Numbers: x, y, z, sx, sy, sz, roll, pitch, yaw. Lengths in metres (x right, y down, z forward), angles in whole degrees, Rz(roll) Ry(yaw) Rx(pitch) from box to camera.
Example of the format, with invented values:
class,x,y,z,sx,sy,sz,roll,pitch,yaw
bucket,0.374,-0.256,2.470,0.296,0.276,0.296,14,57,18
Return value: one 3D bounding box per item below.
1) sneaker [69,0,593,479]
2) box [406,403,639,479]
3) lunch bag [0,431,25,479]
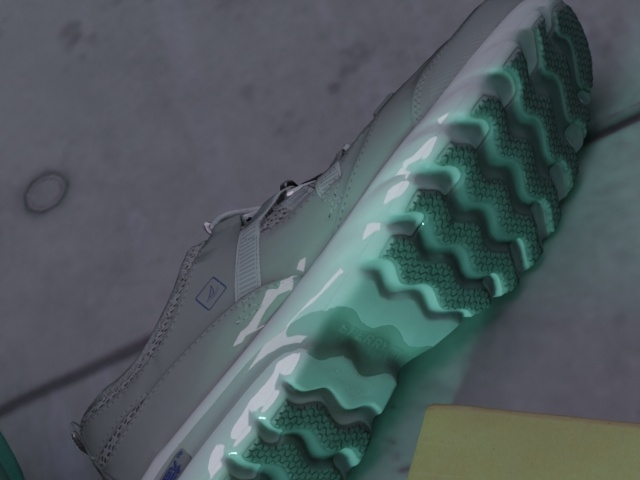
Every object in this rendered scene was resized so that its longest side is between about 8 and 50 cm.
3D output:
class,x,y,z,sx,sy,sz,roll,pitch,yaw
sneaker,0.000,0.000,0.716,0.115,0.105,0.281,32,77,38
box,0.111,0.140,0.622,0.201,0.021,0.164,3,60,28
lunch bag,-0.188,0.118,0.590,0.160,0.262,0.223,-12,40,3
